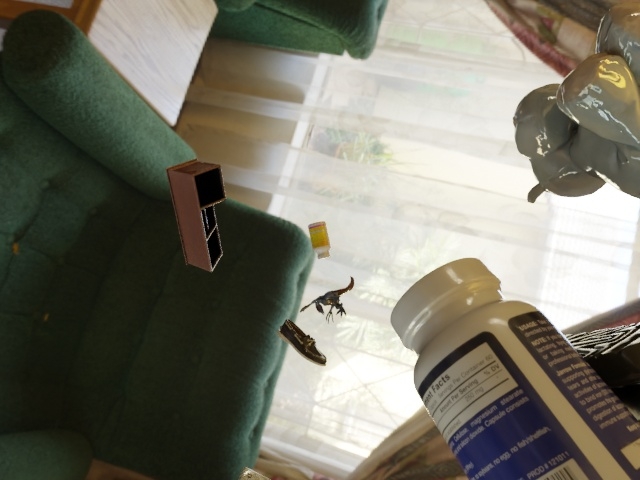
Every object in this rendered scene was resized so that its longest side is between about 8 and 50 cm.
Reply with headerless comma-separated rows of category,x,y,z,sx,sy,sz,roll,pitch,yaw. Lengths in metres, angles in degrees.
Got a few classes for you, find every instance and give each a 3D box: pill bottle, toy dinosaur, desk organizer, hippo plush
pill bottle,0.184,0.152,0.464,0.153,0.153,0.264,87,-22,-52
toy dinosaur,0.017,0.093,0.731,0.090,0.047,0.082,-44,-165,-6
desk organizer,-0.146,-0.030,0.602,0.047,0.050,0.130,-31,125,-43
pill bottle,0.000,0.000,1.112,0.043,0.043,0.083,3,74,-77
hippo plush,0.408,-0.152,0.666,0.234,0.294,0.236,-35,-174,-8

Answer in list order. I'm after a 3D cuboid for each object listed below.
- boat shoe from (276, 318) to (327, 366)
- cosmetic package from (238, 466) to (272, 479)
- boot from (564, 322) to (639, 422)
boat shoe,-0.032,0.198,0.942,0.046,0.125,0.038,26,94,-54
cosmetic package,-0.190,0.661,0.961,0.377,0.097,0.284,107,10,-47
boot,0.317,0.253,0.574,0.260,0.131,0.348,65,-21,10
